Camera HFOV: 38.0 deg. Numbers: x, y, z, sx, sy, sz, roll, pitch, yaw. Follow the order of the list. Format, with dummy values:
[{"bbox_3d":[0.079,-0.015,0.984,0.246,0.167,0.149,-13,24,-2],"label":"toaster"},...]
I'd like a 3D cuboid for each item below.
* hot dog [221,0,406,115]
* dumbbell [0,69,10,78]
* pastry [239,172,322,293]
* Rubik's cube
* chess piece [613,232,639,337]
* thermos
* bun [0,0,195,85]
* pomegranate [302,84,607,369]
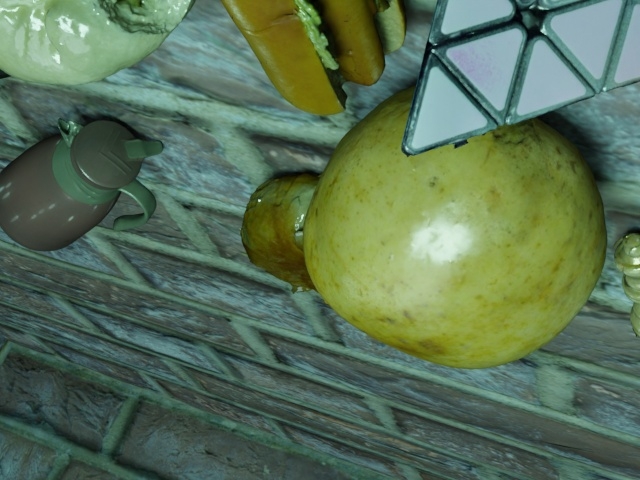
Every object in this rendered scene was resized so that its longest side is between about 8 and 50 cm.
[{"bbox_3d":[-0.020,-0.214,0.628,0.100,0.135,0.337,38,168,35],"label":"hot dog"},{"bbox_3d":[-0.369,-0.228,0.933,0.218,0.152,0.152,0,148,46],"label":"dumbbell"},{"bbox_3d":[0.000,0.000,1.147,0.229,0.100,0.218,1,153,35],"label":"pastry"},{"bbox_3d":[0.147,-0.186,0.620,0.190,0.211,0.178,-2,125,11],"label":"Rubik's cube"},{"bbox_3d":[0.340,0.045,0.967,0.060,0.060,0.172,9,151,34],"label":"chess piece"},{"bbox_3d":[-0.324,-0.074,1.260,0.176,0.146,0.265,41,148,-22],"label":"thermos"},{"bbox_3d":[-0.200,-0.219,0.744,0.193,0.178,0.128,15,155,27],"label":"bun"},{"bbox_3d":[0.120,-0.012,0.817,0.260,0.260,0.260,21,158,9],"label":"pomegranate"}]
